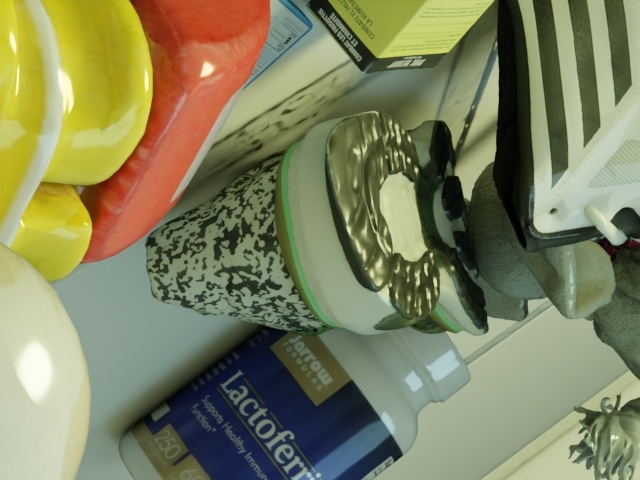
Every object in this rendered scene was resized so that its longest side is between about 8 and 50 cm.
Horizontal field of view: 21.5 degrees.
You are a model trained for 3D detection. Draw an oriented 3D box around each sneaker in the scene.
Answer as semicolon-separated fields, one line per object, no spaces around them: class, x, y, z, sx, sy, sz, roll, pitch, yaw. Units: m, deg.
sneaker;0.271;-0.031;1.155;0.257;0.447;0.169;-33;-162;9
sneaker;0.000;0.000;1.141;0.182;0.158;0.410;-10;172;15

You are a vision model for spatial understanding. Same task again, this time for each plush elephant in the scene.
plush elephant;0.226;-0.008;1.323;0.330;0.255;0.272;-52;-162;-14

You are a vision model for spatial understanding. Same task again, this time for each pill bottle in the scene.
pill bottle;-0.018;0.143;1.363;0.264;0.153;0.153;-38;164;-6

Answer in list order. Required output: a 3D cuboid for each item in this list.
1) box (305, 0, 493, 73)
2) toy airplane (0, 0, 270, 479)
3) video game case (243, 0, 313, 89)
box;0.095;-0.189;0.891;0.232;0.058;0.087;-48;161;30
toy airplane;-0.166;-0.027;0.378;0.384;0.272;0.386;-38;158;-13
video game case;-0.085;-0.076;0.881;0.166;0.015;0.119;-41;164;7
